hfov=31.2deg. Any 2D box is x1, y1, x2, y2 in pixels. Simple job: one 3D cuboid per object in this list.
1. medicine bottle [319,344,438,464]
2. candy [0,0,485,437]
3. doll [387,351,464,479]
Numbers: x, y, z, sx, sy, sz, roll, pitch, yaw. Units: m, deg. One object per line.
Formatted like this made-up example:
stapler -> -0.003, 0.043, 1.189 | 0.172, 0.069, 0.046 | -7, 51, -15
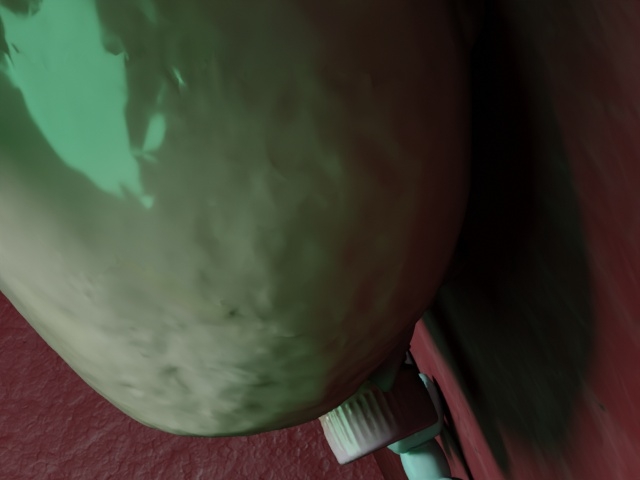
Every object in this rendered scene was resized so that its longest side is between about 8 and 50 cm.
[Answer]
medicine bottle -> -0.002, 0.029, 0.714 | 0.122, 0.122, 0.212 | 88, 158, -78
candy -> -0.098, -0.075, 0.528 | 0.386, 0.186, 0.427 | 58, 158, 27
doll -> 0.078, 0.169, 0.903 | 0.159, 0.059, 0.158 | -128, 17, -67
